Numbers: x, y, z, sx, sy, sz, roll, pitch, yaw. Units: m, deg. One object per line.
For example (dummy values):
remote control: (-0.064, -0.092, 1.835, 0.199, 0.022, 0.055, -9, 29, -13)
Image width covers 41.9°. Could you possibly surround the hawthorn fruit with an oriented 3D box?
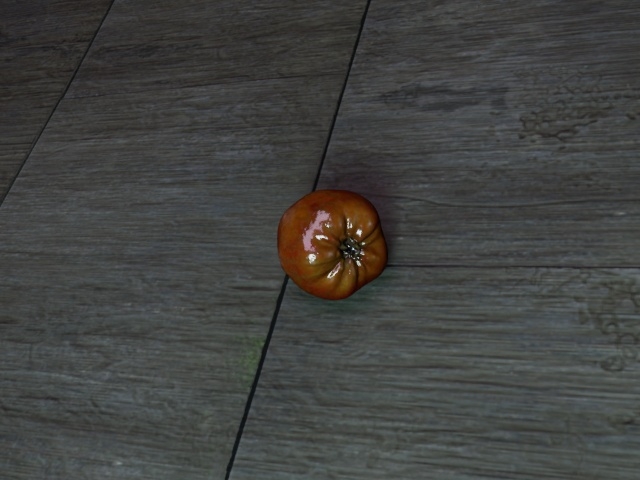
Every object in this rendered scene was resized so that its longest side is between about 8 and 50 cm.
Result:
hawthorn fruit: (0.006, 0.008, 0.925, 0.140, 0.125, 0.125, -21, 43, 39)
